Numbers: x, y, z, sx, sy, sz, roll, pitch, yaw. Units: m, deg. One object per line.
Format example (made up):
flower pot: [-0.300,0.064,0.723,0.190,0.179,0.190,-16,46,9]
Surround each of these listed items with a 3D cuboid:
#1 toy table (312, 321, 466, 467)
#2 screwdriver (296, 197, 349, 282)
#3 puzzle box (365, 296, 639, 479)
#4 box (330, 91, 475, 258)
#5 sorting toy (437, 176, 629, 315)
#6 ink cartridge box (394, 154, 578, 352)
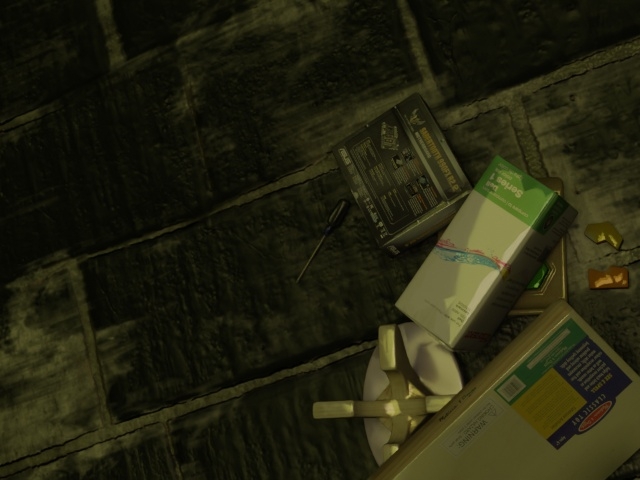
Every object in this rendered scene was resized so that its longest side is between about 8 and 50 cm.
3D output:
toy table: [0.131,0.262,1.816,0.252,0.161,0.274,-18,74,17]
screwdriver: [0.000,0.000,1.998,0.170,0.024,0.025,-56,37,9]
puzzle box: [0.300,0.310,1.704,0.409,0.272,0.052,-44,24,6]
box: [0.141,-0.111,1.920,0.183,0.056,0.231,-33,58,11]
sorting toy: [0.338,0.007,1.852,0.307,0.041,0.229,-4,78,20]
ink cartridge box: [0.258,0.027,1.753,0.117,0.201,0.278,36,97,21]
